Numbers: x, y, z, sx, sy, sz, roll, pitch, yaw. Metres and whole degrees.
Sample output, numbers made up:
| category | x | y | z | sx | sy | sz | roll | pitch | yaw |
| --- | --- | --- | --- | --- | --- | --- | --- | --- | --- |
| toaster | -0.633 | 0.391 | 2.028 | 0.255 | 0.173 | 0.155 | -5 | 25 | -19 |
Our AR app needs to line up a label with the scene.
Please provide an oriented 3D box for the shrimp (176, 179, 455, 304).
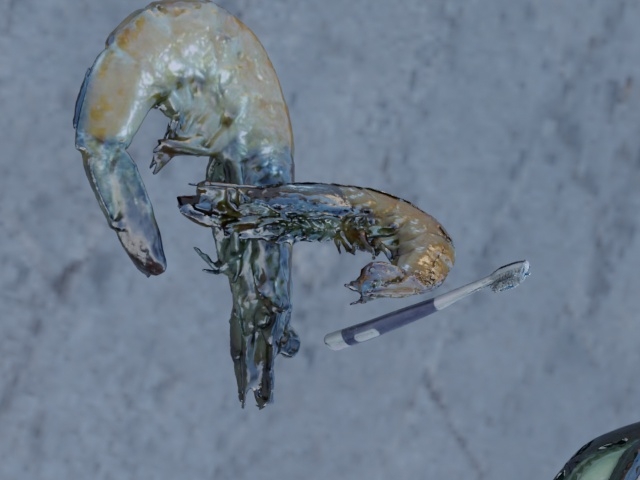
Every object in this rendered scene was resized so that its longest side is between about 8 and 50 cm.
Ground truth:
| category | x | y | z | sx | sy | sz | roll | pitch | yaw |
| --- | --- | --- | --- | --- | --- | --- | --- | --- | --- |
| shrimp | 0.000 | 0.000 | 1.978 | 0.222 | 0.290 | 0.054 | -106 | -154 | -60 |

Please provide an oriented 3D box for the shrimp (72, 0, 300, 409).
| category | x | y | z | sx | sy | sz | roll | pitch | yaw |
| --- | --- | --- | --- | --- | --- | --- | --- | --- | --- |
| shrimp | -0.124 | -0.036 | 2.057 | 0.272 | 0.085 | 0.445 | -11 | 90 | -41 |

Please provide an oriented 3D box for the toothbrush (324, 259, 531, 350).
| category | x | y | z | sx | sy | sz | roll | pitch | yaw |
| --- | --- | --- | --- | --- | --- | --- | --- | --- | --- |
| toothbrush | 0.105 | 0.072 | 2.008 | 0.024 | 0.288 | 0.026 | 50 | 45 | -18 |

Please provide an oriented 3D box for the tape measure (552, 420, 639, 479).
| category | x | y | z | sx | sy | sz | roll | pitch | yaw |
| --- | --- | --- | --- | --- | --- | --- | --- | --- | --- |
| tape measure | 0.242 | 0.231 | 1.426 | 0.115 | 0.235 | 0.207 | 134 | -57 | -89 |
